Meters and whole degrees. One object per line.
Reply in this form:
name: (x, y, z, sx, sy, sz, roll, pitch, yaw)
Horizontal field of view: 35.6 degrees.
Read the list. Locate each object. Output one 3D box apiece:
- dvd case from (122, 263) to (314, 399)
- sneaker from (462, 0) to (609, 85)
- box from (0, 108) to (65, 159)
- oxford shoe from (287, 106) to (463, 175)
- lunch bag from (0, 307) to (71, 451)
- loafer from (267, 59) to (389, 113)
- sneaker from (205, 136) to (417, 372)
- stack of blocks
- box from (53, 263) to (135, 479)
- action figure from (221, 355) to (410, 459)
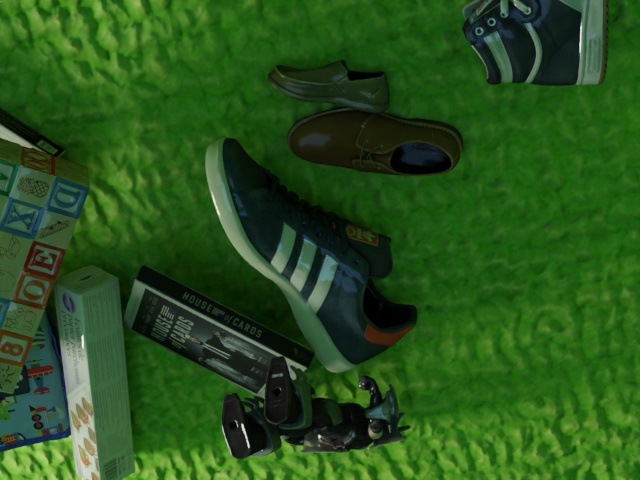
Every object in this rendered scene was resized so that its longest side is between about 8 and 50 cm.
dvd case: (-0.139, 0.126, 1.294, 0.239, 0.029, 0.179, 27, 152, -4)
sneaker: (0.224, -0.295, 1.063, 0.153, 0.099, 0.282, -4, 116, 8)
box: (-0.444, -0.124, 1.276, 0.207, 0.036, 0.114, 33, 115, -7)
oxford shoe: (0.061, -0.113, 1.184, 0.212, 0.076, 0.076, 3, 116, 9)
lunch bag: (-0.482, 0.185, 1.390, 0.293, 0.138, 0.221, -7, 112, -2)
loafer: (0.012, -0.188, 1.170, 0.148, 0.056, 0.050, 9, 115, -7)
sneaker: (0.000, 0.000, 1.219, 0.148, 0.131, 0.350, -25, 118, 20)
stack of blocks: (-0.417, 0.027, 1.232, 0.171, 0.087, 0.297, 18, 106, -22)
box: (-0.307, 0.193, 1.367, 0.063, 0.067, 0.324, 21, 124, 35)
action figure: (0.000, 0.223, 1.268, 0.185, 0.285, 0.099, -25, 65, 23)
